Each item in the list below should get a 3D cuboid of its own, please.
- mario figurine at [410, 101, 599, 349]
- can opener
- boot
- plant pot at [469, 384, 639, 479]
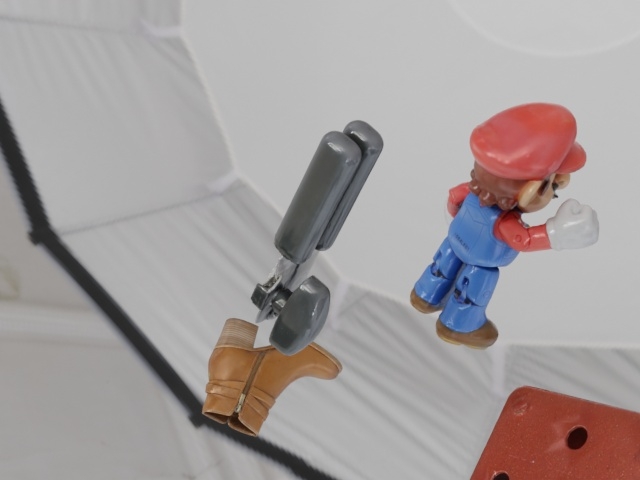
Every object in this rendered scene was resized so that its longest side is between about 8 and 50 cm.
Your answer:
[{"bbox_3d":[0.241,-0.022,1.331,0.198,0.321,0.170,30,-150,13],"label":"mario figurine"},{"bbox_3d":[0.000,0.000,1.121,0.093,0.280,0.074,38,-139,19],"label":"can opener"},{"bbox_3d":[-0.072,0.213,1.558,0.197,0.073,0.152,18,-121,-8],"label":"boot"},{"bbox_3d":[0.260,0.266,0.915,0.235,0.267,0.267,39,162,-32],"label":"plant pot"}]
